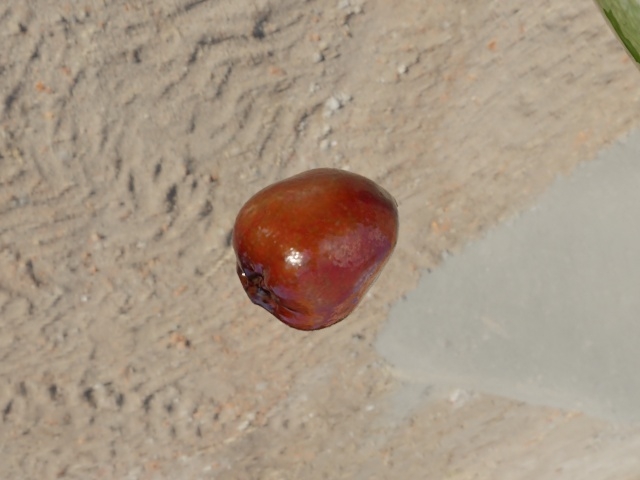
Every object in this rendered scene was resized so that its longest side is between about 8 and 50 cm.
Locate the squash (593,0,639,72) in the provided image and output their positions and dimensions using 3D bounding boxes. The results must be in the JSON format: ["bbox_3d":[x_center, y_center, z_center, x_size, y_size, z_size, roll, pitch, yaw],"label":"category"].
[{"bbox_3d":[0.246,-0.217,0.511,0.310,0.309,0.310,-34,155,-18],"label":"squash"}]

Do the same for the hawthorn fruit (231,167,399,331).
[{"bbox_3d":[-0.009,0.009,1.574,0.311,0.295,0.295,-33,149,16],"label":"hawthorn fruit"}]
